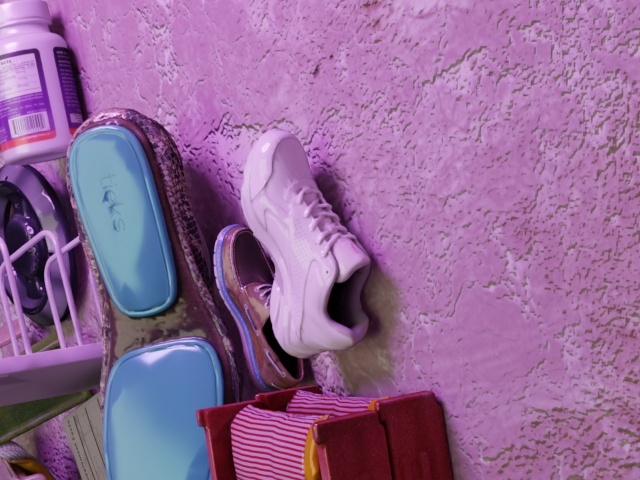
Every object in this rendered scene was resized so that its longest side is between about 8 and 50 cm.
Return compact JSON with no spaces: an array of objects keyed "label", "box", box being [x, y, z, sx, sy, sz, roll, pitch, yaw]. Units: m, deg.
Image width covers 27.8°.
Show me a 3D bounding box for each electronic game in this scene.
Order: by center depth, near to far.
[{"label":"electronic game","box":[-0.395,0.006,1.767,0.229,0.048,0.229,22,119,46]}]

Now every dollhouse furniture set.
[{"label":"dollhouse furniture set","box":[0.024,0.331,1.247,0.201,0.152,0.374,-8,93,51]},{"label":"dollhouse furniture set","box":[-0.383,0.273,1.807,0.197,0.151,0.301,23,140,63]}]

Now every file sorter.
[{"label":"file sorter","box":[-0.333,0.088,1.535,0.193,0.277,0.173,-31,71,50]}]

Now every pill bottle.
[{"label":"pill bottle","box":[-0.364,-0.199,1.631,0.108,0.108,0.193,-13,88,51]}]

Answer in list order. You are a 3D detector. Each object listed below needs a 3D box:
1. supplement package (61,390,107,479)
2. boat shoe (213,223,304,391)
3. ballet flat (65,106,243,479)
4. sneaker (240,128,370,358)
[{"label":"supplement package","box":[-0.218,0.225,1.558,0.179,0.105,0.105,-36,71,49]},{"label":"boat shoe","box":[-0.055,0.068,1.359,0.066,0.066,0.183,-10,101,47]},{"label":"ballet flat","box":[-0.160,0.094,1.408,0.164,0.182,0.483,-12,86,18]},{"label":"sneaker","box":[0.000,0.000,1.263,0.115,0.090,0.232,-6,103,45]}]
